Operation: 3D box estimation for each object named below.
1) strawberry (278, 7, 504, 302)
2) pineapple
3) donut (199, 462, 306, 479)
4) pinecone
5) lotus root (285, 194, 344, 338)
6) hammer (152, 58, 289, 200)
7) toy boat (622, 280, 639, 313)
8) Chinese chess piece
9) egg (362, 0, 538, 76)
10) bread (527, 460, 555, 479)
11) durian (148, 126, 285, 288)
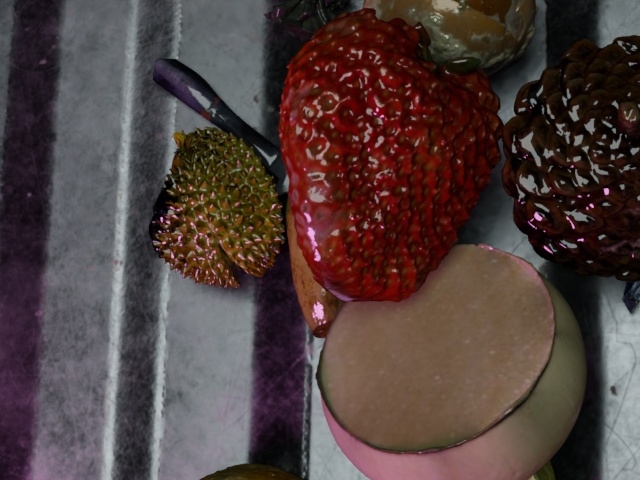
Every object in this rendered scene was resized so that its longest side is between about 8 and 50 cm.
[{"bbox_3d":[0.060,-0.096,1.831,0.267,0.312,0.351,-2,66,49],"label":"strawberry"},{"bbox_3d":[0.009,-0.400,2.065,0.128,0.128,0.248,27,89,18],"label":"pineapple"},{"bbox_3d":[-0.095,0.422,1.925,0.272,0.107,0.272,-2,80,13],"label":"donut"},{"bbox_3d":[0.360,-0.097,1.824,0.298,0.296,0.242,-16,46,-9],"label":"pinecone"},{"bbox_3d":[0.000,0.000,1.984,0.097,0.110,0.259,-1,76,6],"label":"lotus root"},{"bbox_3d":[-0.133,-0.163,2.092,0.290,0.037,0.137,39,88,18],"label":"hammer"},{"bbox_3d":[0.418,0.056,1.907,0.038,0.038,0.083,27,86,18],"label":"toy boat"},{"bbox_3d":[0.161,0.161,1.833,0.338,0.140,0.338,-16,46,17],"label":"Chinese chess piece"},{"bbox_3d":[0.173,-0.306,1.961,0.233,0.195,0.195,10,81,-1],"label":"egg"},{"bbox_3d":[0.232,0.317,1.859,0.129,0.114,0.111,-23,80,12],"label":"bread"},{"bbox_3d":[-0.165,-0.049,1.998,0.237,0.137,0.193,54,140,23],"label":"durian"}]
